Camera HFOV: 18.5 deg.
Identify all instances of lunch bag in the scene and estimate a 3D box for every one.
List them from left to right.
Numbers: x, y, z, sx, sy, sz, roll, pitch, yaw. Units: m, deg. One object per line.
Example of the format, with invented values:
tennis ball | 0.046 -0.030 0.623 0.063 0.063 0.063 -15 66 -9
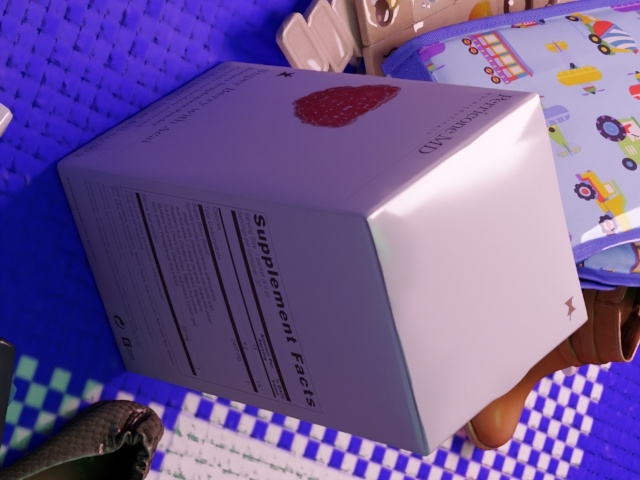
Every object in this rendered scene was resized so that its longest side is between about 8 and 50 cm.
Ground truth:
lunch bag | 0.195 -0.072 1.498 0.293 0.221 0.138 -6 145 -46

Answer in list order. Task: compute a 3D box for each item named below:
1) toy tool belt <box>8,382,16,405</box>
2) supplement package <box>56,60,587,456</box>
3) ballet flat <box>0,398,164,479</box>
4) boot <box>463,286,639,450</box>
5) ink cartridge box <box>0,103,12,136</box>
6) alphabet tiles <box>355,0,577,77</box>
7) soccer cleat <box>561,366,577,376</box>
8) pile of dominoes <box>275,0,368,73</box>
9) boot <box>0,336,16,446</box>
toy tool belt | -0.221 0.102 1.282 0.083 0.051 0.052 -55 131 -24
supplement package | 0.000 0.000 1.315 0.177 0.293 0.175 -35 122 -37
ballet flat | -0.196 0.188 1.320 0.250 0.058 0.084 -36 121 -36
boot | 0.195 0.090 1.632 0.073 0.152 0.197 6 94 -46
ink cartridge box | -0.324 -0.050 1.095 0.224 0.045 0.223 36 61 -6
alphabet tiles | 0.133 -0.236 1.587 0.342 0.011 0.285 -32 120 -44
soccer cleat | 0.214 0.079 1.742 0.035 0.029 0.083 -1 96 -37
pile of dominoes | 0.047 -0.126 1.540 0.251 0.040 0.196 -40 124 -43
boot | -0.365 0.250 1.097 0.367 0.146 0.445 10 90 -44
